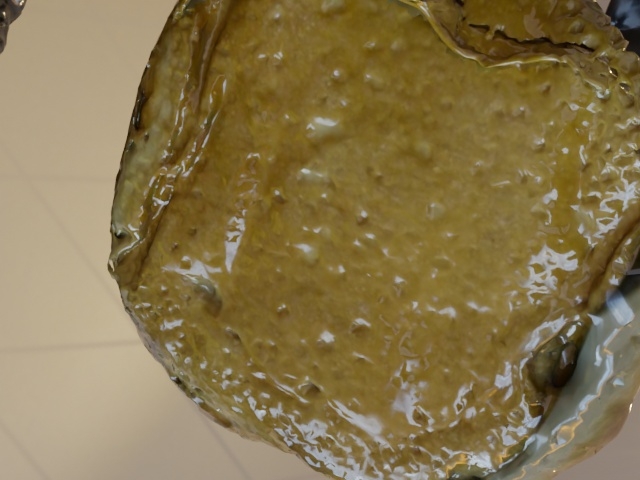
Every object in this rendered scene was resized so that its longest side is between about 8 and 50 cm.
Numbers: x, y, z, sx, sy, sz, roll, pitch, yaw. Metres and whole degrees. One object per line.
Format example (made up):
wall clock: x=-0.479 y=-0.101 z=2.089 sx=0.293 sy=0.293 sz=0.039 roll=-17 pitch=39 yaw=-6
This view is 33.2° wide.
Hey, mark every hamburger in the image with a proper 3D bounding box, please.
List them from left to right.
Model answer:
hamburger: x=0.040 y=-0.015 z=0.549 sx=0.319 sy=0.318 sz=0.158 roll=-37 pitch=180 yaw=31

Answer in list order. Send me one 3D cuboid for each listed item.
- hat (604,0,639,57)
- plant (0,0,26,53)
hat: x=0.405 y=-0.180 z=0.859 sx=0.336 sy=0.209 sz=0.238 roll=167 pitch=-90 yaw=-74
plant: x=-0.359 y=-0.204 z=0.721 sx=0.321 sy=0.194 sz=0.181 roll=12 pitch=-109 yaw=16
